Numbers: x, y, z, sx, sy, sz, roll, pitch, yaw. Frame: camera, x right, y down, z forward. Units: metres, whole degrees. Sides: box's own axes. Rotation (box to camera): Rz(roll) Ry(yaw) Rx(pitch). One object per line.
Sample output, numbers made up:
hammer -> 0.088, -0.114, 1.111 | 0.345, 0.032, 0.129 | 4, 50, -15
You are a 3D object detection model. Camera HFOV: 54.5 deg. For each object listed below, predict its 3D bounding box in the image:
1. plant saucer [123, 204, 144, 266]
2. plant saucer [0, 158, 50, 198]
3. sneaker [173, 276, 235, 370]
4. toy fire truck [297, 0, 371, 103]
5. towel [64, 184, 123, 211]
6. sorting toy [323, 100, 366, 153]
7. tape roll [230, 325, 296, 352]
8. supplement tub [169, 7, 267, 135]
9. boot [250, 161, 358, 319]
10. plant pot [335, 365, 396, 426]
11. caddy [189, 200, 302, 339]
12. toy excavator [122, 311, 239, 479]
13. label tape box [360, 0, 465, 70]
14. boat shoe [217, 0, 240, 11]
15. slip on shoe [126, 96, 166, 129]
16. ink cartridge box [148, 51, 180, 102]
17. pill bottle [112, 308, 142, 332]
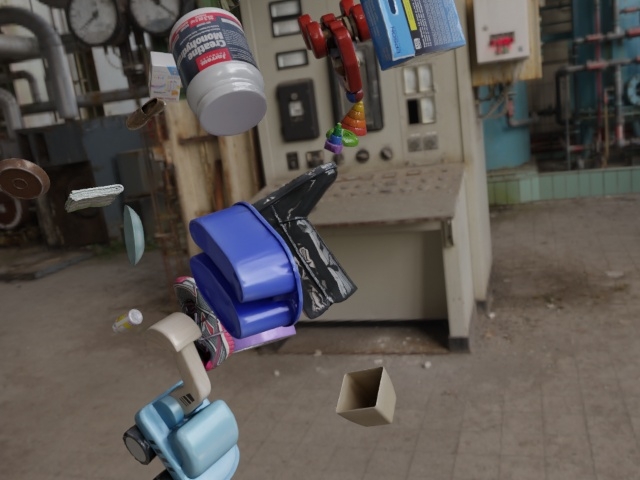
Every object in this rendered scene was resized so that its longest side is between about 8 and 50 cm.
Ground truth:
plant saucer -> -0.575, -0.016, 1.925 | 0.038, 0.194, 0.195 | -8, 11, -25
plant saucer -> -0.951, -0.187, 1.972 | 0.169, 0.168, 0.029 | -7, 48, 4
sneaker -> -0.344, 0.238, 1.795 | 0.121, 0.299, 0.112 | -7, 24, 36
toy fire truck -> 0.063, -0.529, 1.769 | 0.170, 0.253, 0.302 | -22, 31, 1
towel -> -0.508, -0.091, 1.391 | 0.113, 0.023, 0.152 | -12, -4, -28
sorting toy -> 0.102, -0.437, 2.326 | 0.127, 0.126, 0.365 | 21, 30, 9
tape roll -> -0.224, 0.309, 2.062 | 0.275, 0.090, 0.275 | -16, -9, -3
supplement tub -> -0.251, -0.415, 1.531 | 0.191, 0.272, 0.191 | -18, -24, -8
boot -> -0.002, 0.001, 2.154 | 0.367, 0.445, 0.146 | -31, -3, 5
plant pot -> 0.113, 0.366, 1.416 | 0.109, 0.096, 0.109 | -18, 36, 32
caddy -> -0.164, 0.061, 1.422 | 0.179, 0.241, 0.341 | -17, 44, -30
toy excavator -> -0.331, 0.427, 1.575 | 0.222, 0.432, 0.445 | -32, -4, -44
label tape box -> 0.152, -0.482, 1.245 | 0.115, 0.249, 0.348 | -11, 13, 38
boat shoe -> -0.287, -0.769, 1.810 | 0.074, 0.223, 0.080 | -27, 61, -8
slip on shoe -> -0.504, -0.364, 1.774 | 0.135, 0.051, 0.041 | -27, -11, 11
ink cartridge box -> -0.491, -0.506, 1.959 | 0.092, 0.143, 0.089 | 0, 43, -20
pill bottle -> -0.510, 0.215, 1.634 | 0.083, 0.043, 0.043 | -29, 1, 29
